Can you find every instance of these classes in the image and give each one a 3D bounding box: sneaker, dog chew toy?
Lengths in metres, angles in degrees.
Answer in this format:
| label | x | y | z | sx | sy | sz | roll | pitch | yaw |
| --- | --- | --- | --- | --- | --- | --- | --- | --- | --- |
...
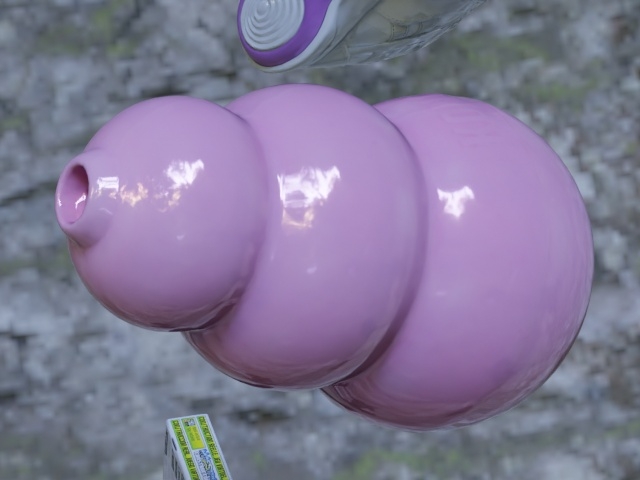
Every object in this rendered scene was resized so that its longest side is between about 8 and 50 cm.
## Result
| label | x | y | z | sx | sy | sz | roll | pitch | yaw |
| --- | --- | --- | --- | --- | --- | --- | --- | --- | --- |
| sneaker | 0.077 | -0.214 | 1.410 | 0.305 | 0.114 | 0.152 | -19 | -10 | 41 |
| dog chew toy | 0.000 | 0.000 | 1.074 | 0.332 | 0.207 | 0.206 | 12 | -20 | -36 |

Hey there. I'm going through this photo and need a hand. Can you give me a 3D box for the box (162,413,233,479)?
| label | x | y | z | sx | sy | sz | roll | pitch | yaw |
| --- | --- | --- | --- | --- | --- | --- | --- | --- | --- |
| box | -0.099 | 0.255 | 1.496 | 0.036 | 0.114 | 0.207 | -7 | -51 | -17 |
